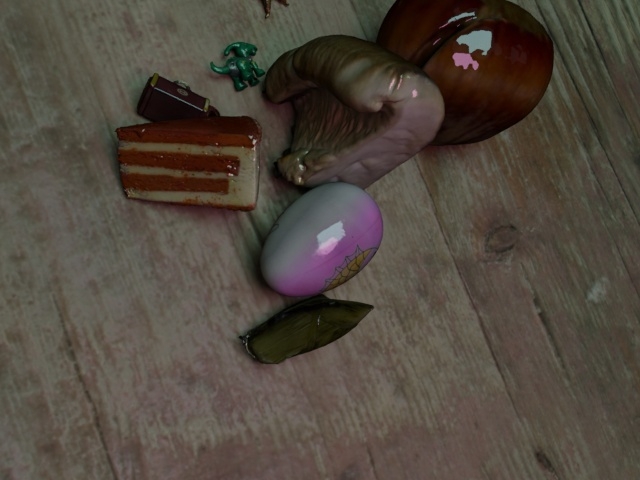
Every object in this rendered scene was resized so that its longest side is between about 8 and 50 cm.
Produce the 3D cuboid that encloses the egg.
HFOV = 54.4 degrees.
[{"bbox_3d":[0.000,0.000,1.223,0.271,0.196,0.196,-32,92,-12],"label":"egg"}]

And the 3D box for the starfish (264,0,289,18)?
[{"bbox_3d":[-0.130,-0.564,1.386,0.130,0.041,0.133,-10,82,-28],"label":"starfish"}]

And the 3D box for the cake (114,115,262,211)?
[{"bbox_3d":[-0.223,-0.132,1.139,0.261,0.159,0.158,-12,116,-27],"label":"cake"}]

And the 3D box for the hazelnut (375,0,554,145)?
[{"bbox_3d":[0.321,-0.396,1.409,0.408,0.359,0.360,5,75,-18],"label":"hazelnut"}]

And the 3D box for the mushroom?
[{"bbox_3d":[0.072,-0.288,1.214,0.224,0.397,0.314,1,73,-32],"label":"mushroom"}]

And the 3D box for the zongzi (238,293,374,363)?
[{"bbox_3d":[-0.026,0.169,1.153,0.204,0.204,0.094,-23,96,-29],"label":"zongzi"}]

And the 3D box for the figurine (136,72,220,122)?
[{"bbox_3d":[-0.271,-0.271,1.226,0.154,0.082,0.098,22,44,-21],"label":"figurine"}]

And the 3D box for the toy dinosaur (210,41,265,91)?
[{"bbox_3d":[-0.174,-0.371,1.310,0.132,0.059,0.096,-26,81,-38],"label":"toy dinosaur"}]
